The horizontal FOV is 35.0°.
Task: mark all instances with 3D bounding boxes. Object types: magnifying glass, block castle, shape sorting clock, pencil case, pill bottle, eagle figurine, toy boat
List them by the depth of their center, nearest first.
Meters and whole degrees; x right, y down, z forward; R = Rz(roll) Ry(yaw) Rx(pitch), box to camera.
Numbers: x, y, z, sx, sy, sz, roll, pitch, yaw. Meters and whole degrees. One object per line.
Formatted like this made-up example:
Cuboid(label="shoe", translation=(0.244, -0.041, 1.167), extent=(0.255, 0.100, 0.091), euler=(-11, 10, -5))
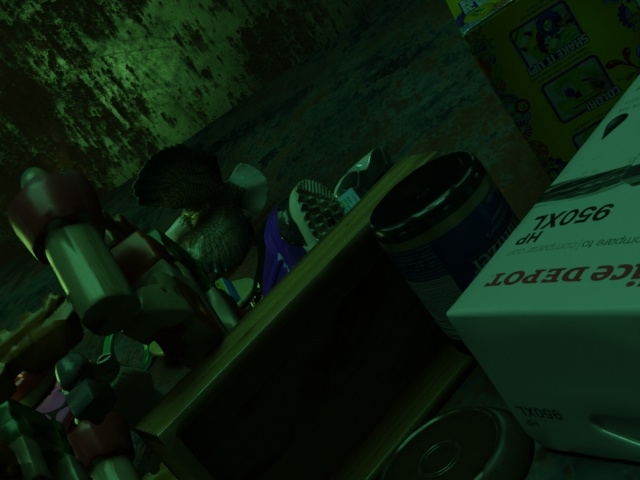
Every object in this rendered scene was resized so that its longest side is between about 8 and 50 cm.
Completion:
Cuboid(label="pill bottle", translation=(0.154, 0.034, 0.977), extent=(0.123, 0.219, 0.123), euler=(-33, 19, 13))
Cuboid(label="block castle", translation=(-0.245, 0.132, 1.097), extent=(0.303, 0.453, 0.213), euler=(-38, 56, 3))
Cuboid(label="pencil case", translation=(-0.414, 0.280, 1.632), extent=(0.098, 0.095, 0.209), euler=(-21, 25, 24))
Cuboid(label="magnifying glass", translation=(-0.337, 0.227, 1.648), extent=(0.026, 0.092, 0.231), euler=(-16, 37, 39))
Cuboid(label="shape sorting clock", translation=(-0.194, 0.127, 1.676), extent=(0.206, 0.040, 0.206), euler=(-34, 14, 10))
Cuboid(label="eagle figurine", translation=(-0.229, -0.057, 1.939), extent=(0.298, 0.226, 0.225), euler=(-96, 22, -88))
Cuboid(label="toy boat", translation=(-0.626, 0.256, 1.976), extent=(0.231, 0.151, 0.151), euler=(-22, 23, 38))

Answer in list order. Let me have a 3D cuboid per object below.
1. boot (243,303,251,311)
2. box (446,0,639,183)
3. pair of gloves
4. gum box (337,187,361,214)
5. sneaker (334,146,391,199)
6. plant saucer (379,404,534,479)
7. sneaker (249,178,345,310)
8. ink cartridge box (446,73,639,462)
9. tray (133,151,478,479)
Cuboid(label="boot", translation=(0.027, 0.044, 1.374), extent=(0.338, 0.118, 0.223), euler=(-21, 18, 29))
Cuboid(label="box", translation=(0.300, -0.211, 1.217), extent=(0.177, 0.279, 0.290), euler=(-32, 18, 14))
Cuboid(label="pair of gloves", translation=(-0.323, 0.261, 1.382), extent=(0.240, 0.204, 0.042), euler=(-35, 53, -5))
Cuboid(label="gum box", translation=(0.000, 0.000, 1.632), extent=(0.184, 0.041, 0.157), euler=(-36, 18, 4))
Cuboid(label="sneaker", translation=(0.066, -0.103, 1.762), extent=(0.061, 0.054, 0.152), euler=(-30, 11, 48))
Cuboid(label="plant saucer", translation=(0.115, 0.208, 0.931), extent=(0.168, 0.029, 0.168), euler=(-33, 17, 12))
Cuboid(label="sneaker", translation=(-0.010, 0.087, 1.189), extent=(0.146, 0.102, 0.293), euler=(-35, 57, 33))
Cuboid(label="ink cartridge box", translation=(0.337, -0.013, 0.840), extent=(0.395, 0.166, 0.285), euler=(-47, 20, -27))
Cuboid(label="tray", translation=(0.029, 0.117, 1.029), extent=(0.411, 0.203, 0.076), euler=(-45, 20, -25))
